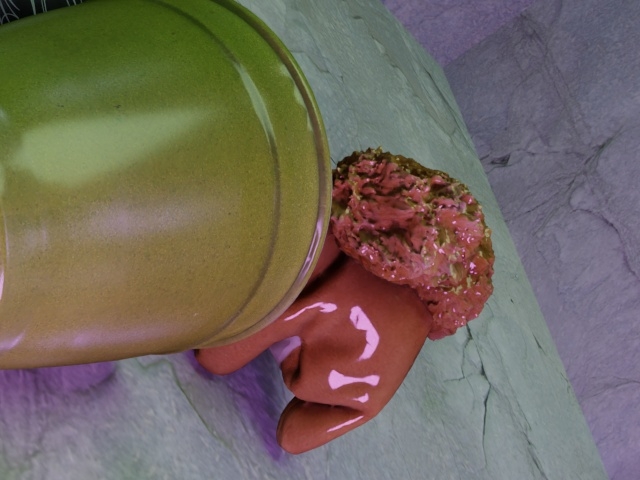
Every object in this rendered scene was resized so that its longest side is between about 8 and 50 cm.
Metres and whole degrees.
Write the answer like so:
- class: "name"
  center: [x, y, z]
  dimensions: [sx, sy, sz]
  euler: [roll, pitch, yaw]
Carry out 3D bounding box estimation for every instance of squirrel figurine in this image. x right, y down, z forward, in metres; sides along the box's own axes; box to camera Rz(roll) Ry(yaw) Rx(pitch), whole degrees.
- class: "squirrel figurine"
  center: [0.000, 0.000, 1.318]
  dimensions: [0.370, 0.397, 0.281]
  euler: [53, 23, -34]

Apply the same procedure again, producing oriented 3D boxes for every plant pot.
- class: "plant pot"
  center: [-0.236, -0.037, 0.981]
  dimensions: [0.366, 0.366, 0.353]
  euler: [59, 32, 7]

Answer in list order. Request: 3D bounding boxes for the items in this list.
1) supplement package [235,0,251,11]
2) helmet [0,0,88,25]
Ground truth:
- class: "supplement package"
  center: [-0.227, -0.309, 1.556]
  dimensions: [0.198, 0.199, 0.262]
  euler: [43, 24, -34]
- class: "helmet"
  center: [-0.337, -0.292, 1.340]
  dimensions: [0.169, 0.170, 0.161]
  euler: [-88, 156, -58]
